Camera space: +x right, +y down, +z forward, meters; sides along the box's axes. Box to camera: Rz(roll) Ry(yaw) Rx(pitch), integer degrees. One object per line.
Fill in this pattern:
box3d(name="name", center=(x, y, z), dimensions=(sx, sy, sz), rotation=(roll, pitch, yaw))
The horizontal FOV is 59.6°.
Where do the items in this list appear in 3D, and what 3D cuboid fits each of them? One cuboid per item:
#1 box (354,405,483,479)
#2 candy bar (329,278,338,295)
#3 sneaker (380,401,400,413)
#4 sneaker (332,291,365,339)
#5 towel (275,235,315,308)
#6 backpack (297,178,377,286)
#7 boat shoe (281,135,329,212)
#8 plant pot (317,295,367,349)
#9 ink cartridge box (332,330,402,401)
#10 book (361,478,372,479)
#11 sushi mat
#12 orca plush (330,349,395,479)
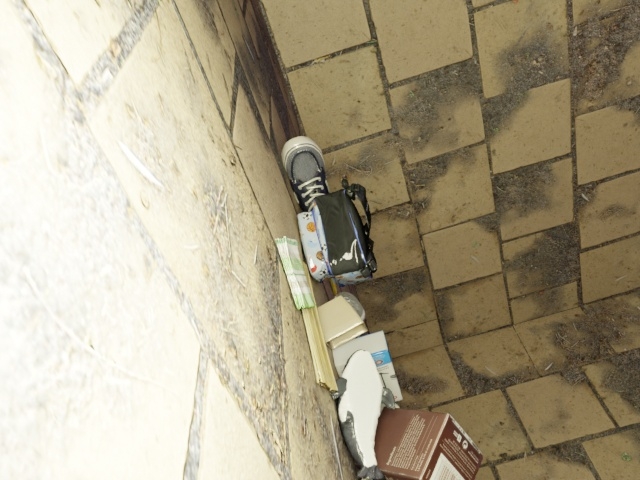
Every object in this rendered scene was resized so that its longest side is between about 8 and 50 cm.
box3d(name="box", center=(0.229, 0.508, 1.295), dimensions=(0.168, 0.203, 0.167), rotation=(51, 54, -22))
box3d(name="candy bar", center=(0.040, 0.131, 2.021), dimensions=(0.040, 0.018, 0.161), rotation=(-98, 174, -57))
box3d(name="sneaker", center=(0.125, 0.419, 1.409), dimensions=(0.075, 0.161, 0.057), rotation=(-16, 129, -78))
box3d(name="sneaker", center=(0.072, 0.207, 1.659), dimensions=(0.281, 0.105, 0.115), rotation=(-90, 163, -72))
box3d(name="towel", center=(-0.046, 0.067, 1.154), dimensions=(0.113, 0.023, 0.152), rotation=(15, 56, -75))
box3d(name="backpack", center=(0.059, 0.013, 1.565), dimensions=(0.263, 0.213, 0.277), rotation=(43, 36, -65))
box3d(name="boat shoe", center=(-0.020, -0.159, 1.689), dimensions=(0.340, 0.127, 0.158), rotation=(66, 1, -61))
box3d(name="plant pot", center=(0.047, 0.206, 1.440), dimensions=(0.096, 0.109, 0.109), rotation=(61, 0, 22))
box3d(name="ink cartridge box", center=(0.130, 0.361, 1.526), dimensions=(0.086, 0.148, 0.203), rotation=(-101, 172, -58))
box3d(name="book", center=(0.153, 0.604, 1.285), dimensions=(0.035, 0.096, 0.144), rotation=(-52, 137, -39))
box3d(name="sushi mat", center=(-0.019, 0.173, 1.228), dimensions=(0.151, 0.019, 0.317), rotation=(62, 12, -63))
box3d(name="orca plush", center=(0.092, 0.401, 1.270), dimensions=(0.102, 0.151, 0.287), rotation=(120, -39, -51))
